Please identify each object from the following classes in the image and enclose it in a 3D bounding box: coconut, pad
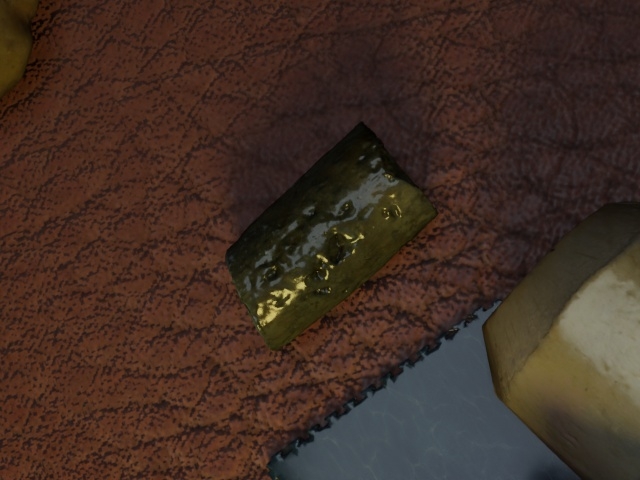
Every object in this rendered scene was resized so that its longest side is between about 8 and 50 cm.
[{"bbox_3d":[0.253,0.091,0.844,0.241,0.241,0.241,-1,83,10],"label":"coconut"},{"bbox_3d":[0.128,0.228,0.955,0.269,0.012,0.269,-38,78,3],"label":"pad"}]

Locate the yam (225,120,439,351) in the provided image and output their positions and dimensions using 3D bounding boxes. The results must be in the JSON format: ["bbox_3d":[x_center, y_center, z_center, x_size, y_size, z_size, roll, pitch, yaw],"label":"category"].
[{"bbox_3d":[0.000,0.000,0.960,0.194,0.107,0.107,-42,78,4],"label":"yam"}]

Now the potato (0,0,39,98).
[{"bbox_3d":[-0.406,-0.198,1.041,0.296,0.141,0.191,-12,78,11],"label":"potato"}]
